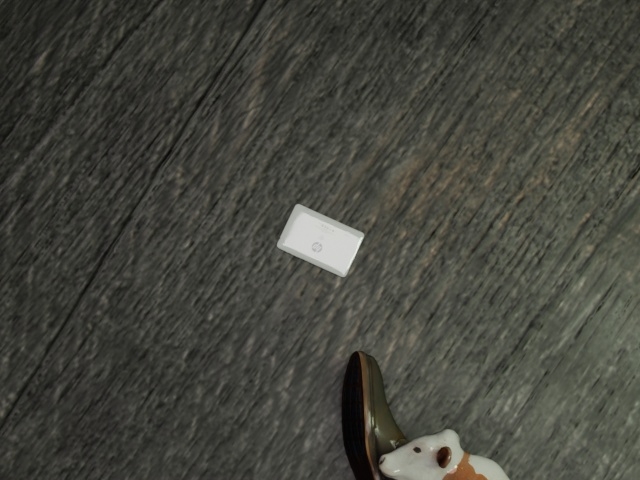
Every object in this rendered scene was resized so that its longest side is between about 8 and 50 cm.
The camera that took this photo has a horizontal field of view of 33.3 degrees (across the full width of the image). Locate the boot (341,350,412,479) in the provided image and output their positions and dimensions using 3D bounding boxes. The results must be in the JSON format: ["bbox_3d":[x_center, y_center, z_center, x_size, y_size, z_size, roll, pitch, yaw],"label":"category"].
[{"bbox_3d":[0.085,0.220,1.106,0.106,0.082,0.219,-3,81,-17],"label":"boot"}]

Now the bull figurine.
[{"bbox_3d":[0.179,0.315,1.036,0.310,0.101,0.188,28,86,-11],"label":"bull figurine"}]

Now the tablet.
[{"bbox_3d":[0.000,0.000,1.169,0.083,0.006,0.054,24,82,6],"label":"tablet"}]
